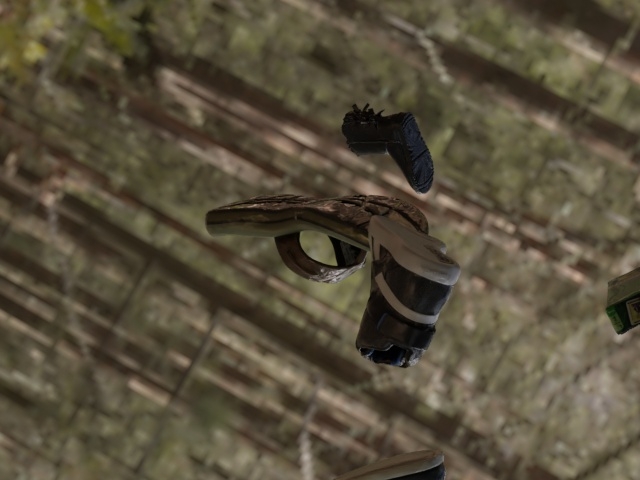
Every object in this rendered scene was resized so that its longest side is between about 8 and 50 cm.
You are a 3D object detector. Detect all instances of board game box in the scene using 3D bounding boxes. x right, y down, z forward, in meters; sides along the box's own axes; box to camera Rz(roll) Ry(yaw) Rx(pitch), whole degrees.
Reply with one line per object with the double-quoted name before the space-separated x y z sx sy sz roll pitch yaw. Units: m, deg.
"board game box" 0.354 -0.001 1.531 0.259 0.030 0.136 -27 -175 13

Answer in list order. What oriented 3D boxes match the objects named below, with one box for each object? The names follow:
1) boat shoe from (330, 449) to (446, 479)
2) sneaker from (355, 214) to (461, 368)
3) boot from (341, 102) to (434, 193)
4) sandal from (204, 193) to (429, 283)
"boat shoe" 0.010 0.260 1.723 0.254 0.079 0.095 -23 172 21
"sneaker" 0.066 0.051 1.760 0.217 0.079 0.121 -111 -137 -80
"boot" 0.083 -0.114 2.366 0.045 0.099 0.121 -46 126 -39
"sandal" 0.000 0.000 1.992 0.120 0.303 0.086 -10 99 -41
